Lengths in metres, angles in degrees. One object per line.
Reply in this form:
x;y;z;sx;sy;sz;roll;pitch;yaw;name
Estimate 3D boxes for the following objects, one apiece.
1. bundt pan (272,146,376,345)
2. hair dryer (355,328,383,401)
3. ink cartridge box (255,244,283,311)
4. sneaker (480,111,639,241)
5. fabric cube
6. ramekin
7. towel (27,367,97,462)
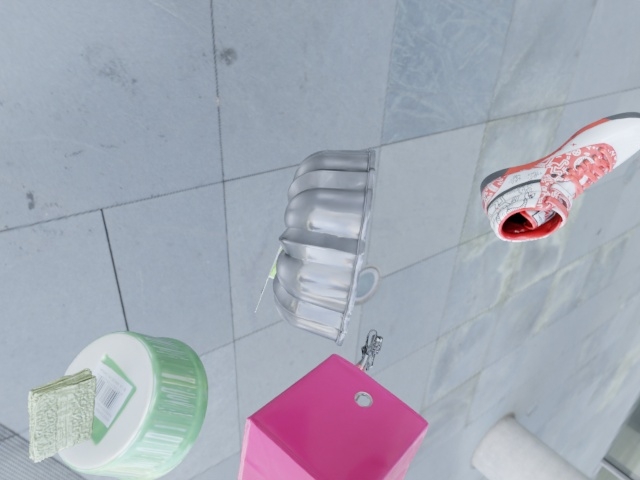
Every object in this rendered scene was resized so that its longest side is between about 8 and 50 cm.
0.000;0.000;0.781;0.124;0.331;0.330;10;116;1;bundt pan
0.092;0.392;1.370;0.293;0.080;0.223;-67;161;-7;hair dryer
-0.078;0.062;1.270;0.097;0.188;0.255;21;122;-5;ink cartridge box
0.390;-0.088;0.738;0.270;0.145;0.090;-25;122;27;sneaker
0.016;0.437;0.943;0.258;0.254;0.259;-24;136;-46;fabric cube
-0.402;0.335;0.980;0.303;0.303;0.148;-50;145;-4;ramekin
-0.446;0.301;0.815;0.110;0.027;0.148;-10;114;-49;towel
